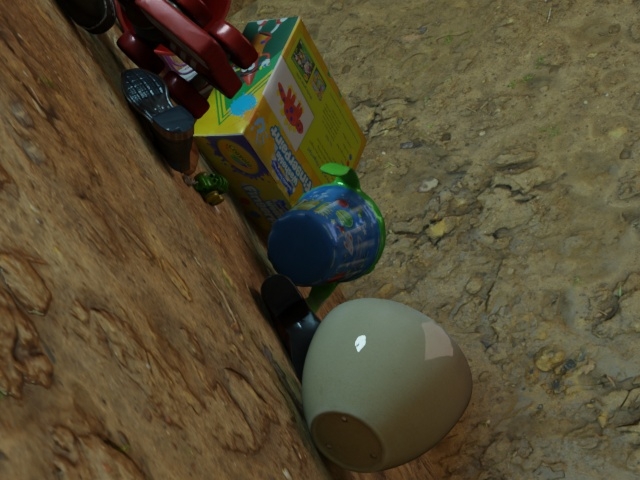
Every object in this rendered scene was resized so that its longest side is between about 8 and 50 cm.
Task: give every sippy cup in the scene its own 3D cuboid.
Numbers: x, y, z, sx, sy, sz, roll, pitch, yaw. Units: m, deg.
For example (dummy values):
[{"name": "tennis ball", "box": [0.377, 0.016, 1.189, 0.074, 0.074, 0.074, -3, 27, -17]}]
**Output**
[{"name": "sippy cup", "box": [0.000, 0.000, 1.969, 0.224, 0.240, 0.305, -25, 95, -65]}]

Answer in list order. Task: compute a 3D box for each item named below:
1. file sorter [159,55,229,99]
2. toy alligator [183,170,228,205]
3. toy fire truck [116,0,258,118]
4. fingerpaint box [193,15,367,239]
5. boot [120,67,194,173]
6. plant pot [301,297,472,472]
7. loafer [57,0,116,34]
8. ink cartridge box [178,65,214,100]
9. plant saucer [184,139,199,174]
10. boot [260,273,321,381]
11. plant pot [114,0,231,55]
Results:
[{"name": "file sorter", "box": [-0.323, -0.502, 2.268, 0.202, 0.182, 0.290, 56, 5, -34]}, {"name": "toy alligator", "box": [-0.212, -0.110, 1.727, 0.056, 0.051, 0.190, 60, 4, 11]}, {"name": "toy fire truck", "box": [-0.262, -0.375, 1.592, 0.302, 0.169, 0.254, 42, -4, 15]}, {"name": "fingerpaint box", "box": [-0.087, -0.249, 2.189, 0.444, 0.163, 0.371, 55, 47, -46]}, {"name": "boot", "box": [-0.288, -0.211, 1.570, 0.219, 0.082, 0.106, 50, -29, 36]}, {"name": "plant pot", "box": [0.080, 0.262, 1.455, 0.284, 0.284, 0.191, 59, 40, -16]}, {"name": "loafer", "box": [-0.413, -0.424, 1.430, 0.220, 0.080, 0.078, 54, 14, -8]}, {"name": "ink cartridge box", "box": [-0.256, -0.395, 2.412, 0.168, 0.171, 0.232, 57, 5, -35]}, {"name": "plant saucer", "box": [-0.286, -0.217, 1.702, 0.199, 0.037, 0.200, 60, 4, -7]}, {"name": "boot", "box": [-0.035, 0.190, 1.759, 0.264, 0.096, 0.280, 53, -4, 6]}, {"name": "plant pot", "box": [-0.367, -0.587, 2.005, 0.243, 0.275, 0.275, 50, -4, 43]}]
